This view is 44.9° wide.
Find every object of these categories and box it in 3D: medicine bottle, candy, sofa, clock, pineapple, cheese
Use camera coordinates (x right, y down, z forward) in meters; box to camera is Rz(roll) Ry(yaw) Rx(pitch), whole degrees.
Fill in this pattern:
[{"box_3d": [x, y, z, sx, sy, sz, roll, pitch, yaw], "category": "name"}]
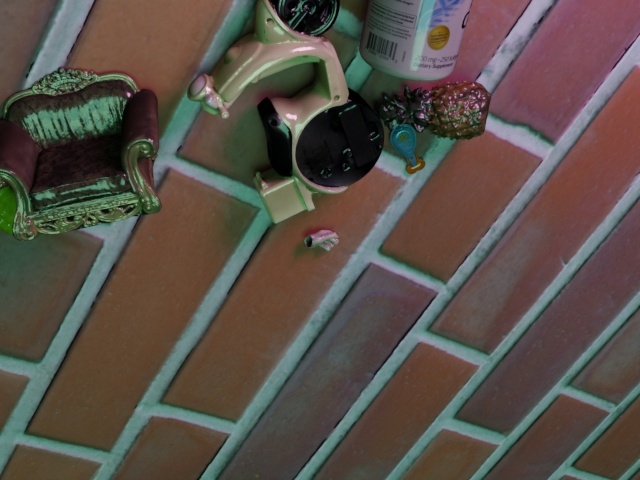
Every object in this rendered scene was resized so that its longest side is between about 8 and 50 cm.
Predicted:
[{"box_3d": [0.159, -0.399, 1.161, 0.157, 0.157, 0.289, 2, 123, -16], "category": "medicine bottle"}, {"box_3d": [-0.522, -0.075, 1.245, 0.096, 0.097, 0.209, -28, 132, 5], "category": "candy"}, {"box_3d": [-0.370, -0.141, 1.174, 0.258, 0.200, 0.182, -12, 127, -5], "category": "sofa"}, {"box_3d": [-0.050, -0.222, 1.254, 0.276, 0.120, 0.379, -28, 126, -1], "category": "clock"}, {"box_3d": [0.190, -0.222, 1.332, 0.197, 0.108, 0.108, -1, 124, 1], "category": "pineapple"}, {"box_3d": [0.158, -0.166, 1.401, 0.047, 0.017, 0.111, -25, 126, 6], "category": "cheese"}]

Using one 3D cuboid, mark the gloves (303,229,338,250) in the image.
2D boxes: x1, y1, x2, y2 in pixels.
[{"box_3d": [0.000, -0.002, 1.456, 0.081, 0.037, 0.044, 6, 159, -36], "category": "gloves"}]
